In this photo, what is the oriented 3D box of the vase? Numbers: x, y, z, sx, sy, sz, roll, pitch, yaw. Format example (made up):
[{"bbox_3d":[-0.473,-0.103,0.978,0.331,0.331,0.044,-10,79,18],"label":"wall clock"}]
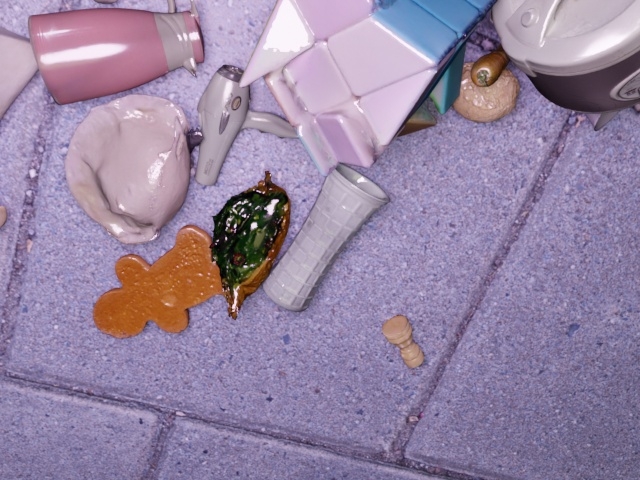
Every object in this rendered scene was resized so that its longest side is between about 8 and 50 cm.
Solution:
[{"bbox_3d":[0.000,0.000,1.099,0.143,0.143,0.299,29,110,-16],"label":"vase"}]

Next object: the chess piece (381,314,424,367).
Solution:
[{"bbox_3d":[0.197,0.236,1.251,0.066,0.066,0.122,-30,117,7],"label":"chess piece"}]

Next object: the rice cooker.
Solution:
[{"bbox_3d":[0.437,-0.364,0.854,0.277,0.288,0.288,18,114,-52],"label":"rice cooker"}]

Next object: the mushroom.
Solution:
[{"bbox_3d":[-0.625,-0.184,0.962,0.177,0.126,0.397,17,106,-21],"label":"mushroom"}]

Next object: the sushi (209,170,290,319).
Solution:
[{"bbox_3d":[-0.153,-0.003,1.060,0.149,0.140,0.287,28,97,6],"label":"sushi"}]

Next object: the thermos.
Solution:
[{"bbox_3d":[-0.336,-0.342,0.926,0.265,0.146,0.176,-15,95,-10],"label":"thermos"}]

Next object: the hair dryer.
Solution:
[{"bbox_3d":[-0.132,-0.179,1.048,0.267,0.092,0.229,29,114,-26],"label":"hair dryer"}]

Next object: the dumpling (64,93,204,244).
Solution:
[{"bbox_3d":[-0.337,-0.135,1.011,0.205,0.163,0.293,28,112,20],"label":"dumpling"}]

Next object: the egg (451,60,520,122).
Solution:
[{"bbox_3d":[0.306,-0.281,1.020,0.140,0.116,0.118,18,74,-7],"label":"egg"}]

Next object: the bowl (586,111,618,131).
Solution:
[{"bbox_3d":[0.555,-0.311,1.035,0.086,0.189,0.189,44,106,23],"label":"bowl"}]

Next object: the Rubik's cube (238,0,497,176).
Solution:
[{"bbox_3d":[0.058,-0.303,0.851,0.368,0.387,0.358,-11,119,45],"label":"Rubik's cube"}]

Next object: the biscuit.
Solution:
[{"bbox_3d":[-0.338,0.100,1.145,0.324,0.049,0.205,-35,110,8],"label":"biscuit"}]

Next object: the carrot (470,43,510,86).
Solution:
[{"bbox_3d":[0.317,-0.326,0.957,0.049,0.254,0.049,19,132,23],"label":"carrot"}]
